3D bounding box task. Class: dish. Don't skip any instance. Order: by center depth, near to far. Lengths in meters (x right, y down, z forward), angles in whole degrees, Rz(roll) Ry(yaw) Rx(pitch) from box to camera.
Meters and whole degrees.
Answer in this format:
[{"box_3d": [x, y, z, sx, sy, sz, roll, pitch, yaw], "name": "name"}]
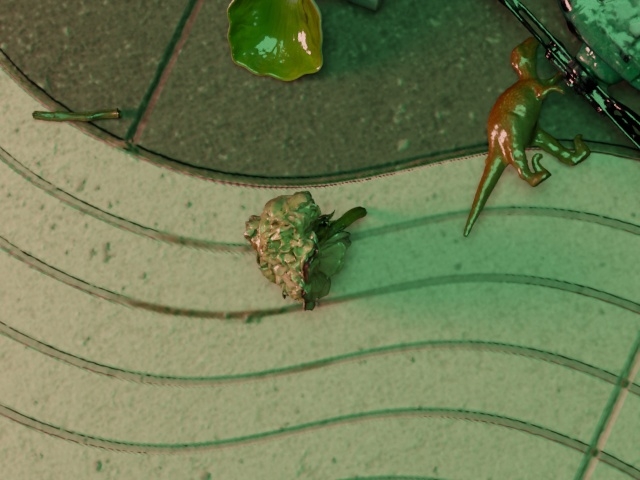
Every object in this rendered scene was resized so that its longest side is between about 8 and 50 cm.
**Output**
[{"box_3d": [-0.036, -0.215, 1.630, 0.091, 0.039, 0.137, 9, 121, 12], "name": "dish"}]

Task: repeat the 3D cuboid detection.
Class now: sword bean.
[{"box_3d": [-0.225, -0.116, 1.665, 0.083, 0.012, 0.012, -1, 82, 4], "name": "sword bean"}]

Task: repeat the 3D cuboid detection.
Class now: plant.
[{"box_3d": [0.000, 0.000, 1.588, 0.122, 0.116, 0.104, -29, 95, -19], "name": "plant"}]

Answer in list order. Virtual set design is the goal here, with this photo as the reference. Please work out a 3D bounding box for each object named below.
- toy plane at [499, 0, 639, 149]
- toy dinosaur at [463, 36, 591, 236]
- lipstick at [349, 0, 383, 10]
[{"box_3d": [0.248, -0.209, 1.586, 0.382, 0.106, 0.155, 44, 99, -3], "name": "toy plane"}, {"box_3d": [0.163, -0.097, 1.618, 0.162, 0.039, 0.126, -32, 74, -3], "name": "toy dinosaur"}, {"box_3d": [-0.013, -0.259, 1.647, 0.158, 0.048, 0.048, 22, 85, 7], "name": "lipstick"}]
